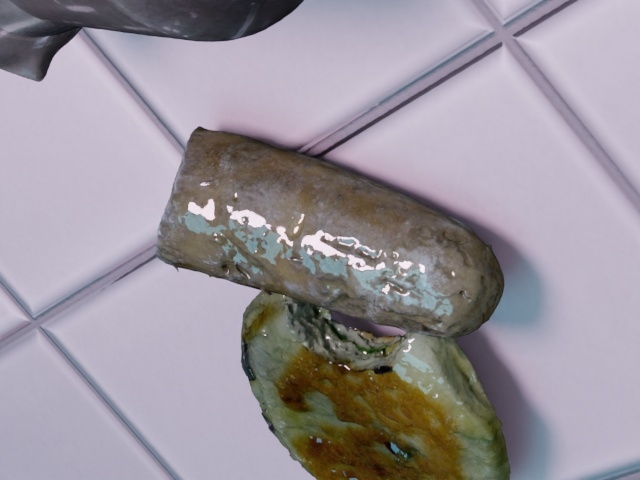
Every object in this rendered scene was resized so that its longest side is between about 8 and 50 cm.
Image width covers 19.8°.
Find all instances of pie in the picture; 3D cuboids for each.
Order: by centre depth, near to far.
[{"bbox_3d":[0.050,0.155,1.690,0.302,0.067,0.302,23,145,17],"label":"pie"}]

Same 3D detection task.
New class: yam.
[{"bbox_3d":[0.000,0.000,1.564,0.330,0.133,0.133,20,136,23],"label":"yam"}]

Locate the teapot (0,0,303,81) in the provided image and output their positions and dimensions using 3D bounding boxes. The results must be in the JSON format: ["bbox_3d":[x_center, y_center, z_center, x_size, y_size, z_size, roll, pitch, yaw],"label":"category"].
[{"bbox_3d":[-0.172,-0.275,1.380,0.344,0.253,0.300,-9,101,50],"label":"teapot"}]
